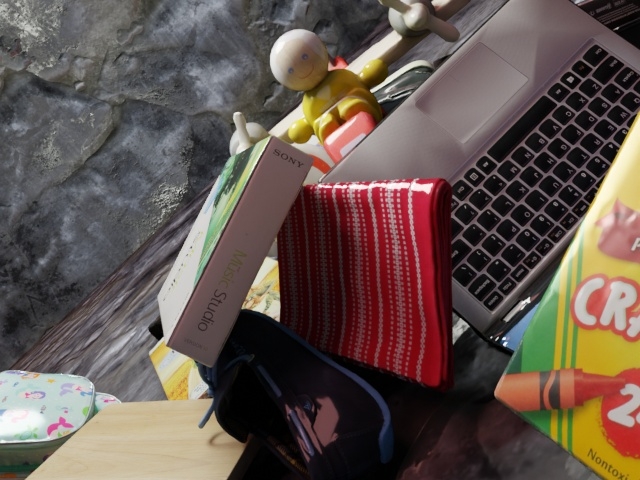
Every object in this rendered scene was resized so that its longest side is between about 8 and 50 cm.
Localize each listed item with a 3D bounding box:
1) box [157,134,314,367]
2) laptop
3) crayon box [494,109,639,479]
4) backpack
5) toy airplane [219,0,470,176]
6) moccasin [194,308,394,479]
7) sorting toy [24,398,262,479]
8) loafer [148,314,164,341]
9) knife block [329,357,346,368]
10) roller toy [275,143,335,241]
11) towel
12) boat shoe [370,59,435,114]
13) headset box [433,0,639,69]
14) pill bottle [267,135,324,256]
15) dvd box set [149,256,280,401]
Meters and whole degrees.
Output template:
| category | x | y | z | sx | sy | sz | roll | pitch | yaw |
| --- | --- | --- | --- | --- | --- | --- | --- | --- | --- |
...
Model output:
| category | x | y | z | sx | sy | sz | roll | pitch | yaw |
| --- | --- | --- | --- | --- | --- | --- | --- | --- | --- |
| box | -0.119 | 0.001 | 0.747 | 0.232 | 0.058 | 0.322 | -64 | 17 | -5 |
| laptop | 0.261 | -0.092 | 0.589 | 0.382 | 0.408 | 0.236 | -44 | -15 | -8 |
| crayon box | 0.257 | 0.008 | 0.356 | 0.319 | 0.081 | 0.202 | -64 | 29 | 4 |
| backpack | -0.431 | 0.326 | 0.978 | 0.225 | 0.253 | 0.191 | -103 | 27 | -65 |
| toy airplane | 0.023 | -0.237 | 0.974 | 0.384 | 0.272 | 0.386 | 8 | 68 | 45 |
| moccasin | -0.071 | 0.160 | 0.693 | 0.116 | 0.138 | 0.342 | -23 | 20 | -34 |
| sorting toy | -0.200 | 0.291 | 0.730 | 0.257 | 0.089 | 0.255 | -7 | 14 | 16 |
| loafer | -0.313 | 0.166 | 1.388 | 0.220 | 0.080 | 0.078 | -23 | 25 | 46 |
| knife block | 0.031 | 0.084 | 0.865 | 0.242 | 0.088 | 0.275 | -47 | 19 | -16 |
| roller toy | -0.037 | -0.078 | 1.164 | 0.146 | 0.191 | 0.209 | 96 | -168 | -86 |
| towel | 0.032 | 0.037 | 0.655 | 0.031 | 0.199 | 0.274 | -4 | 5 | -37 |
| boat shoe | 0.131 | -0.264 | 1.417 | 0.340 | 0.127 | 0.113 | -30 | 44 | 24 |
| headset box | 0.348 | -0.280 | 0.923 | 0.218 | 0.110 | 0.293 | -26 | 13 | -20 |
| pill bottle | -0.062 | -0.095 | 1.363 | 0.152 | 0.152 | 0.272 | -17 | 30 | 51 |
| dvd box set | -0.156 | 0.162 | 1.110 | 0.307 | 0.062 | 0.420 | -45 | 19 | -11 |
